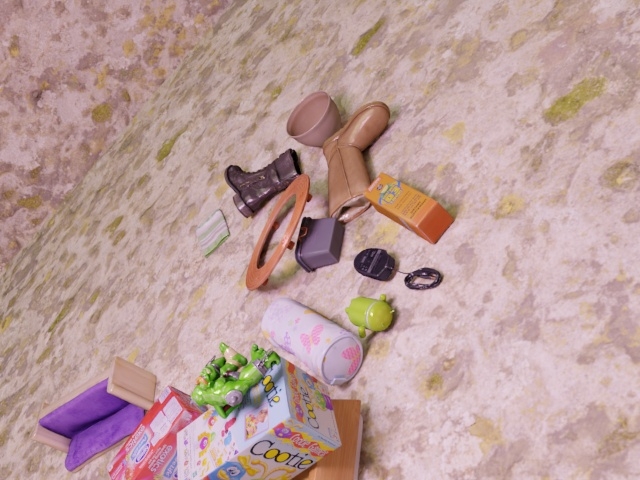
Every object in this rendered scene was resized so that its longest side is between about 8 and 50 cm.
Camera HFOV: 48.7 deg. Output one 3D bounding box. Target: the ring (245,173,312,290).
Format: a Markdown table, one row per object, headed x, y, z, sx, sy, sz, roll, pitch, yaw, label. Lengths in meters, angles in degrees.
| x | y | z | sx | sy | sz | roll | pitch | yaw | label |
| --- | --- | --- | --- | --- | --- | --- | --- | --- | --- |
| -0.106 | -0.019 | 1.845 | 0.336 | 0.032 | 0.336 | -54 | 18 | 27 | ring |

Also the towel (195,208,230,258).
| x | y | z | sx | sy | sz | roll | pitch | yaw | label |
| --- | --- | --- | --- | --- | --- | --- | --- | --- | --- |
| -0.337 | -0.025 | 2.192 | 0.113 | 0.023 | 0.152 | -44 | 37 | 11 | towel |

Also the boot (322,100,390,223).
| x | y | z | sx | sy | sz | roll | pitch | yaw | label |
| --- | --- | --- | --- | --- | --- | --- | --- | --- | --- |
| 0.105 | -0.201 | 1.818 | 0.236 | 0.089 | 0.269 | -41 | 37 | 30 | boot |

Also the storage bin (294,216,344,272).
| x | y | z | sx | sy | sz | roll | pitch | yaw | label |
| --- | --- | --- | --- | --- | --- | --- | --- | --- | --- |
| 0.000 | 0.000 | 1.753 | 0.091 | 0.098 | 0.135 | -10 | 52 | 30 | storage bin |

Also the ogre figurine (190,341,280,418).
| x | y | z | sx | sy | sz | roll | pitch | yaw | label |
| --- | --- | --- | --- | --- | --- | --- | --- | --- | --- |
| -0.161 | 0.248 | 1.266 | 0.197 | 0.097 | 0.118 | 5 | 42 | 36 | ogre figurine |

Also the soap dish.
| x | y | z | sx | sy | sz | roll | pitch | yaw | label |
| --- | --- | --- | --- | --- | --- | --- | --- | --- | --- |
| -0.041 | 0.453 | 1.374 | 0.229 | 0.118 | 0.291 | -20 | 47 | 36 | soap dish |

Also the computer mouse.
| x | y | z | sx | sy | sz | roll | pitch | yaw | label |
| --- | --- | --- | --- | --- | --- | --- | --- | --- | --- |
| 0.168 | 0.068 | 1.558 | 0.242 | 0.041 | 0.071 | 17 | 71 | 45 | computer mouse |

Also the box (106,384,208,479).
| x | y | z | sx | sy | sz | roll | pitch | yaw | label |
| --- | --- | --- | --- | --- | --- | --- | --- | --- | --- |
| -0.377 | 0.498 | 1.695 | 0.257 | 0.122 | 0.128 | -54 | 35 | -3 | box |

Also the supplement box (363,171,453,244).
| x | y | z | sx | sy | sz | roll | pitch | yaw | label |
| --- | --- | --- | --- | --- | --- | --- | --- | --- | --- |
| 0.195 | -0.077 | 1.613 | 0.078 | 0.080 | 0.233 | -50 | 34 | -2 | supplement box |

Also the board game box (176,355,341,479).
| x | y | z | sx | sy | sz | roll | pitch | yaw | label |
| --- | --- | --- | --- | --- | --- | --- | --- | --- | --- |
| -0.119 | 0.368 | 1.309 | 0.275 | 0.142 | 0.144 | -39 | 36 | 18 | board game box |

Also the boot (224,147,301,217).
| x | y | z | sx | sy | sz | roll | pitch | yaw | label |
| --- | --- | --- | --- | --- | --- | --- | --- | --- | --- |
| -0.163 | -0.198 | 2.115 | 0.229 | 0.091 | 0.263 | -37 | 42 | 10 | boot |

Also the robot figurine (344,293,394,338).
| x | y | z | sx | sy | sz | roll | pitch | yaw | label |
| --- | --- | --- | --- | --- | --- | --- | --- | --- | --- |
| 0.106 | 0.157 | 1.514 | 0.115 | 0.067 | 0.101 | 8 | 54 | 50 | robot figurine |

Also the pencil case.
| x | y | z | sx | sy | sz | roll | pitch | yaw | label |
| --- | --- | --- | --- | --- | --- | --- | --- | --- | --- |
| -0.025 | 0.219 | 1.565 | 0.273 | 0.113 | 0.124 | 21 | 86 | 53 | pencil case |

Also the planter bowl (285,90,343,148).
| x | y | z | sx | sy | sz | roll | pitch | yaw | label |
| --- | --- | --- | --- | --- | --- | --- | --- | --- | --- |
| -0.004 | -0.331 | 2.020 | 0.162 | 0.109 | 0.162 | -29 | 41 | 29 | planter bowl |

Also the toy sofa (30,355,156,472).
| x | y | z | sx | sy | sz | roll | pitch | yaw | label |
| --- | --- | --- | --- | --- | --- | --- | --- | --- | --- |
| -0.632 | 0.488 | 1.960 | 0.362 | 0.150 | 0.177 | -32 | 39 | 25 | toy sofa |
